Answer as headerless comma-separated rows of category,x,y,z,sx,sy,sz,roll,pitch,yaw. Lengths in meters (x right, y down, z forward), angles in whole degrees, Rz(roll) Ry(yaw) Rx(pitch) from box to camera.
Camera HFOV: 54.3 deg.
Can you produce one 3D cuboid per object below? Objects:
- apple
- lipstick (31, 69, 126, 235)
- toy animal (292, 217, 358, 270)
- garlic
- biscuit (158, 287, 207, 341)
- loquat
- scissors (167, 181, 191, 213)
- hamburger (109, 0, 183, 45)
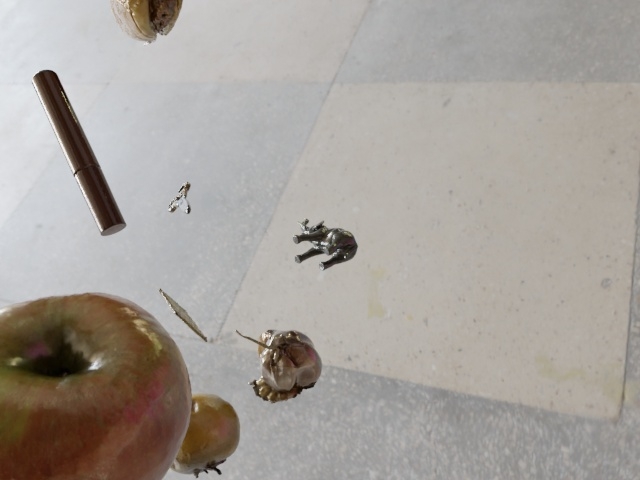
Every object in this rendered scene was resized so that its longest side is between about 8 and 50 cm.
apple,-0.305,0.211,0.732,0.309,0.250,0.277,7,35,6
lipstick,-0.478,-0.176,1.229,0.057,0.057,0.356,-28,81,-2
toy animal,-0.009,0.003,1.643,0.137,0.082,0.269,-23,30,-31
garlic,-0.133,0.330,1.660,0.207,0.257,0.207,-20,63,45
biscuit,-0.435,0.234,1.973,0.016,0.203,0.144,-40,54,-7
loquat,-0.308,0.484,1.545,0.213,0.213,0.213,-10,52,12
scissors,-0.318,-0.087,1.444,0.088,0.017,0.220,-54,22,-1
hamburger,-0.401,-0.559,1.454,0.155,0.282,0.245,-17,53,-20
